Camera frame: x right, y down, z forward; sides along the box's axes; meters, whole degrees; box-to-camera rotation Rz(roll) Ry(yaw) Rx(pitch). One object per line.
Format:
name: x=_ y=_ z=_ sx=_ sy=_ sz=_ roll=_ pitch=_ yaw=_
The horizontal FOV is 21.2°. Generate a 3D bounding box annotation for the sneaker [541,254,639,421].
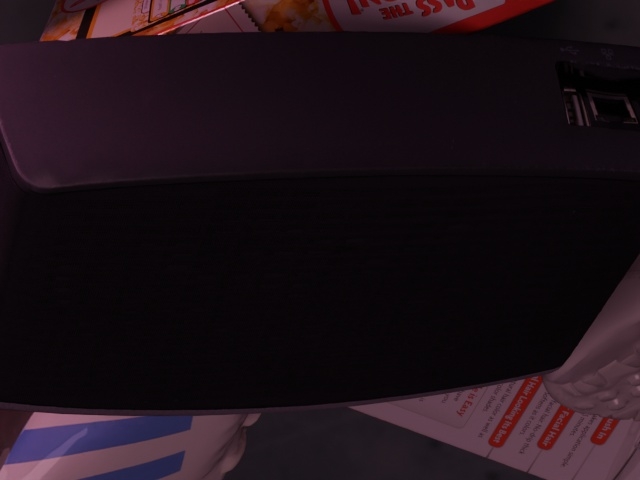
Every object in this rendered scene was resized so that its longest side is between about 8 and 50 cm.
sneaker: x=0.184 y=-0.014 z=0.705 sx=0.235 sy=0.094 sz=0.090 roll=-36 pitch=151 yaw=11

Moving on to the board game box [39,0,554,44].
board game box: x=-0.008 y=-0.104 z=0.634 sx=0.194 sy=0.146 sz=0.045 roll=-20 pitch=118 yaw=14

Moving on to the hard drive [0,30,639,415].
hard drive: x=0.000 y=0.000 z=0.604 sx=0.255 sy=0.054 sz=0.172 roll=-2 pitch=144 yaw=-21

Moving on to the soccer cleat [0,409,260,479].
soccer cleat: x=-0.069 y=0.047 z=0.764 sx=0.331 sy=0.116 sz=0.143 roll=-43 pitch=134 yaw=21

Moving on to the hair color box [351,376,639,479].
hair color box: x=0.086 y=0.049 z=0.778 sx=0.167 sy=0.053 sz=0.093 roll=22 pitch=118 yaw=-10
